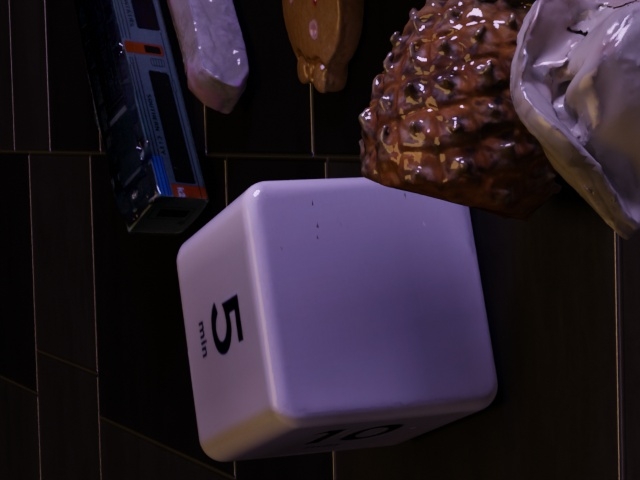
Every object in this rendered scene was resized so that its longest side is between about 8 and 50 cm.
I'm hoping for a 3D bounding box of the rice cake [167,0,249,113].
[{"bbox_3d":[-0.147,-0.307,2.045,0.070,0.064,0.399,111,148,-54],"label":"rice cake"}]

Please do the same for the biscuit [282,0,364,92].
[{"bbox_3d":[0.007,-0.255,1.725,0.184,0.035,0.249,-117,32,-45],"label":"biscuit"}]

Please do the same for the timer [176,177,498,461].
[{"bbox_3d":[0.008,0.065,1.557,0.195,0.192,0.194,147,118,-64],"label":"timer"}]

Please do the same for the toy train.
[{"bbox_3d":[-0.211,-0.198,2.181,0.086,0.089,0.409,-47,49,45],"label":"toy train"}]

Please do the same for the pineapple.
[{"bbox_3d":[0.120,-0.158,1.344,0.158,0.158,0.278,21,99,65],"label":"pineapple"}]

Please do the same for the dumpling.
[{"bbox_3d":[0.186,-0.088,1.203,0.118,0.136,0.199,-41,65,53],"label":"dumpling"}]
